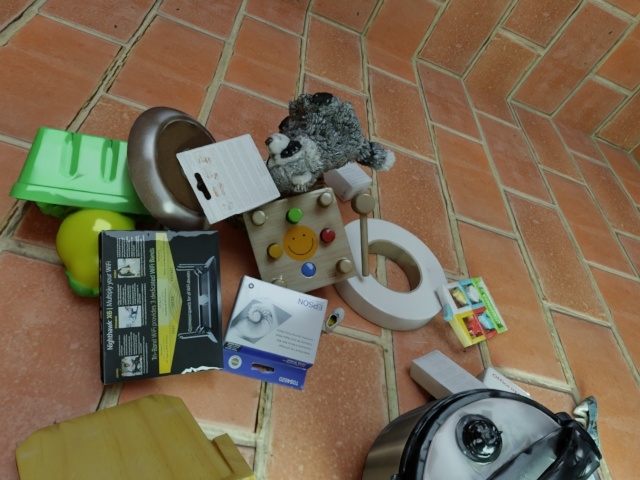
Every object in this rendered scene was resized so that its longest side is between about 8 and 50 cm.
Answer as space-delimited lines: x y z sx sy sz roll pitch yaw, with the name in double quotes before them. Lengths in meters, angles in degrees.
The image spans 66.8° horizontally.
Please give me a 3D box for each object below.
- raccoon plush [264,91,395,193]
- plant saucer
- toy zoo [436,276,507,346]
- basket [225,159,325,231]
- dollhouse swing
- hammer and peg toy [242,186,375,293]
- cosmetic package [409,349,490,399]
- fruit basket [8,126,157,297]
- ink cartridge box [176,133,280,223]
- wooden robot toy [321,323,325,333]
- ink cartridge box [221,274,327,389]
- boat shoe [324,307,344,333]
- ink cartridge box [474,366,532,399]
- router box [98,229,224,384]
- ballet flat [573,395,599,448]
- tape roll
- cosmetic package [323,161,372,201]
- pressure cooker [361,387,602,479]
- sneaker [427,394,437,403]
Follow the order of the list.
"raccoon plush" 0.043 -0.210 1.360 0.446 0.216 0.299 18 67 -22
"plant saucer" -0.313 -0.169 1.142 0.311 0.050 0.310 30 55 -54
"toy zoo" 0.460 0.216 1.496 0.293 0.030 0.192 -5 66 -45
"basket" -0.157 -0.118 1.478 0.299 0.223 0.213 -3 85 -32
"dollhouse swing" -0.328 0.487 0.836 0.347 0.305 0.315 -9 97 -36
"hammer and peg toy" 0.000 0.000 1.292 0.361 0.127 0.265 -16 89 -12
"cosmetic package" 0.348 0.380 1.243 0.099 0.060 0.239 -14 29 -30
"fruit basket" -0.516 -0.056 1.149 0.392 0.283 0.392 -2 94 -25
"ink cartridge box" -0.225 -0.148 1.177 0.225 0.056 0.181 -29 94 -40
"wooden robot toy" -0.064 0.183 1.270 0.173 0.076 0.079 21 32 -12
"ink cartridge box" -0.111 0.219 1.151 0.223 0.045 0.224 18 72 -15
"boat shoe" 0.040 0.212 1.322 0.035 0.035 0.100 41 43 10
"ink cartridge box" 0.462 0.463 1.290 0.148 0.086 0.203 37 42 8
"router box" -0.339 0.132 1.038 0.243 0.081 0.308 0 83 -30
"ballet flat" 0.783 0.528 1.435 0.070 0.070 0.188 32 39 1
"tape roll" 0.212 0.096 1.504 0.392 0.072 0.392 16 44 -17
"cosmetic package" 0.063 -0.253 1.738 0.117 0.085 0.231 -24 66 -43
"pressure cooker" 0.284 0.470 0.886 0.376 0.420 0.369 19 60 -2
"sneaker" 0.317 0.480 1.221 0.069 0.082 0.209 -17 32 9
